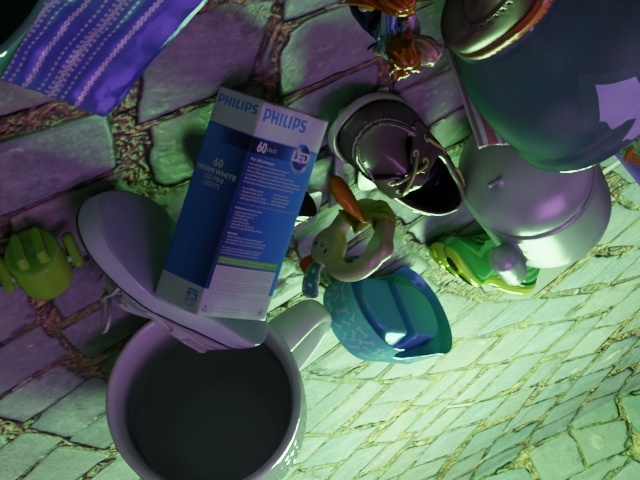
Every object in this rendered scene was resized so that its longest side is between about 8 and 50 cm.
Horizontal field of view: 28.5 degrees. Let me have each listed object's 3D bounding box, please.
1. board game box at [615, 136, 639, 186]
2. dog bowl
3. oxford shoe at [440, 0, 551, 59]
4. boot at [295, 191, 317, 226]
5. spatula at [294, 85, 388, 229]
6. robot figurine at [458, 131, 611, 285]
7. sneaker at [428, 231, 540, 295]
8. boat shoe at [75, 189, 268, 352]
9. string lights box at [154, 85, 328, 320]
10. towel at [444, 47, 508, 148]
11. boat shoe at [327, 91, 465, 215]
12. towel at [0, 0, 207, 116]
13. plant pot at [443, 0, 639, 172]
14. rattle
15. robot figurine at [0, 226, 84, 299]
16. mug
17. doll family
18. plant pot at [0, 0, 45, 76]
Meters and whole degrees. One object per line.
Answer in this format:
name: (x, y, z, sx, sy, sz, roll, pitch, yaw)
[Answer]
board game box: (0.670, -0.077, 2.115, 0.233, 0.347, 0.078, -11, 146, -38)
dog bowl: (0.109, 0.125, 2.071, 0.074, 0.166, 0.297, -32, 157, 26)
oxford shoe: (0.180, -0.317, 1.272, 0.133, 0.130, 0.363, -5, 149, -22)
boot: (-0.126, 0.000, 1.700, 0.190, 0.076, 0.208, 16, 138, -44)
spatula: (0.024, -0.108, 1.723, 0.168, 0.019, 0.242, -24, 153, -16)
robot figurine: (0.324, -0.080, 1.895, 0.353, 0.200, 0.300, 38, 68, -63)
sneaker: (0.289, 0.016, 2.165, 0.295, 0.109, 0.123, 10, 108, -52)
boat shoe: (-0.224, 0.056, 1.614, 0.156, 0.135, 0.367, -17, 151, 24)
string lights box: (-0.092, -0.040, 1.505, 0.133, 0.077, 0.259, 11, 99, -54)
towel: (0.252, -0.192, 1.693, 0.197, 0.144, 0.029, -7, 164, -41)
boat shoe: (0.113, -0.108, 1.706, 0.116, 0.096, 0.324, -44, 156, 8)
towel: (-0.247, -0.236, 1.178, 0.243, 0.040, 0.336, -44, 152, 20)
plant pot: (0.270, -0.253, 1.491, 0.196, 0.293, 0.293, 29, 119, -31)
rattle: (0.000, 0.000, 1.789, 0.200, 0.130, 0.143, -20, 160, 39)
robot figurine: (-0.336, 0.030, 1.507, 0.101, 0.067, 0.115, -23, 153, -6)
mug: (-0.122, 0.234, 1.897, 0.374, 0.276, 0.328, -45, 165, -12)
doll family: (0.062, -0.260, 1.333, 0.118, 0.163, 0.263, -27, 154, -12)
plant pot: (-0.355, -0.174, 0.905, 0.293, 0.293, 0.235, -17, 165, -29)
